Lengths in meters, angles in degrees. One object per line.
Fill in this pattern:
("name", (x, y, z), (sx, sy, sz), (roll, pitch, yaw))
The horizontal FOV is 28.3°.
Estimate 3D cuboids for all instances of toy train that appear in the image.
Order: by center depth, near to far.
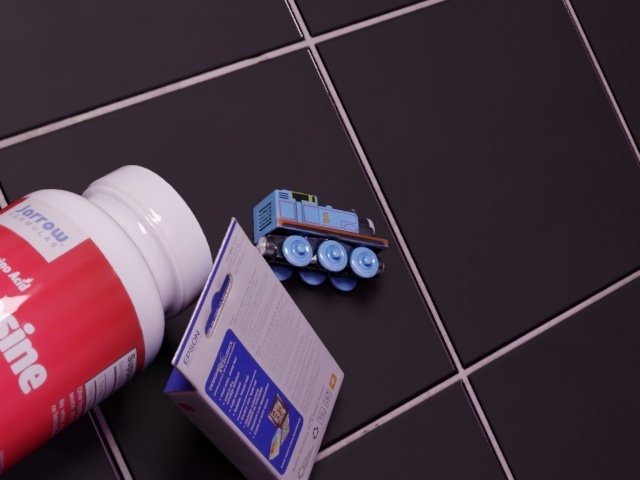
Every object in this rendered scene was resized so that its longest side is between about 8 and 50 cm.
("toy train", (0.000, 0.000, 1.625), (0.184, 0.080, 0.105), (10, 65, -29))

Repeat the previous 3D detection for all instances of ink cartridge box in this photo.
("ink cartridge box", (-0.078, 0.142, 1.419), (0.371, 0.069, 0.176), (61, 43, -53))

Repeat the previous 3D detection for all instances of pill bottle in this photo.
("pill bottle", (-0.314, 0.091, 1.316), (0.407, 0.229, 0.229), (-36, 96, -34))
